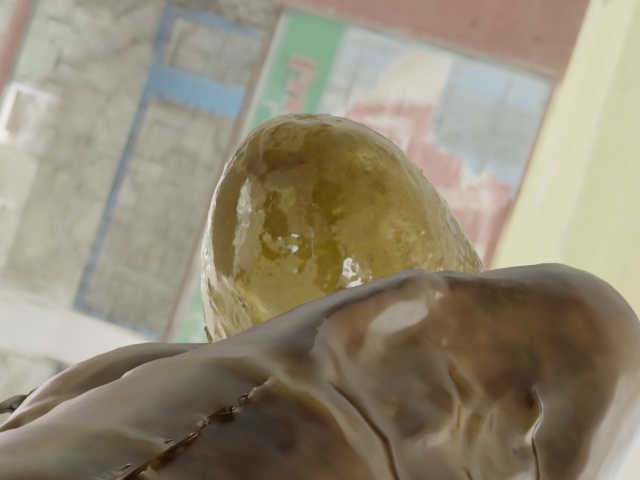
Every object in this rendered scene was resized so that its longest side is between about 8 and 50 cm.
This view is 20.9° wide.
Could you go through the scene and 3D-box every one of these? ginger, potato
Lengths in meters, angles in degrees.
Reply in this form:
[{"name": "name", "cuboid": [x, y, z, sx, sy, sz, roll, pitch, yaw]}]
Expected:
[{"name": "ginger", "cuboid": [-0.058, 0.126, 0.513, 0.254, 0.176, 0.418, -26, -175, 30]}, {"name": "potato", "cuboid": [0.000, 0.000, 1.023, 0.178, 0.158, 0.203, -16, -145, 7]}]
